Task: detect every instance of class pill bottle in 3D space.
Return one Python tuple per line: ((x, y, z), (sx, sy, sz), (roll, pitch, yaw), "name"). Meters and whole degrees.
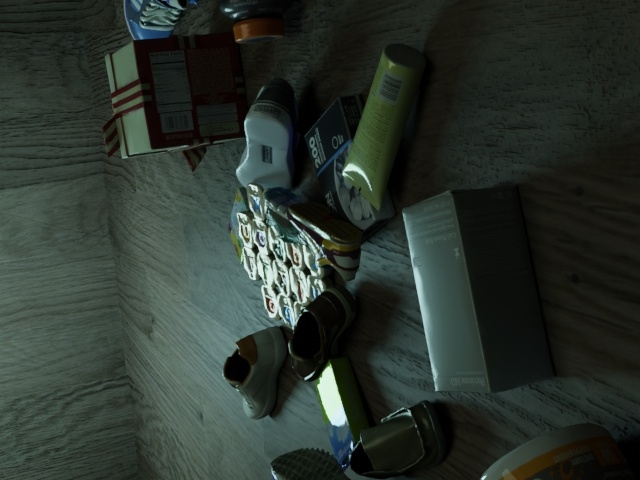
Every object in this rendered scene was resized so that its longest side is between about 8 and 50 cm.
((-0.117, -0.463, 1.613), (0.130, 0.131, 0.245), (-173, 76, -66), "pill bottle")
((0.284, 0.339, 0.952), (0.162, 0.162, 0.278), (110, 143, -49), "pill bottle")

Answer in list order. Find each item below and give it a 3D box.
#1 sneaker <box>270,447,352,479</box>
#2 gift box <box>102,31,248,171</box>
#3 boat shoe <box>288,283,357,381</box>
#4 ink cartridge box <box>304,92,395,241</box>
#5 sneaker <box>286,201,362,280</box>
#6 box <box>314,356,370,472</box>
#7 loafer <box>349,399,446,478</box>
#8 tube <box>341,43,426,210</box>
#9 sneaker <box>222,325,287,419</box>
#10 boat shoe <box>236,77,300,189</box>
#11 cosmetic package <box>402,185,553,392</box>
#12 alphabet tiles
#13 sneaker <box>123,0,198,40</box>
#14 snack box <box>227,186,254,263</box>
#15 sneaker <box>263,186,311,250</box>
((0.023, 0.438, 1.475), (0.293, 0.102, 0.146), (23, 121, 46), "sneaker")
((-0.312, -0.280, 1.984), (0.258, 0.255, 0.276), (5, 99, 64), "gift box")
((-0.021, 0.173, 1.649), (0.095, 0.095, 0.257), (44, 143, 22), "boat shoe")
((0.035, -0.096, 1.512), (0.208, 0.045, 0.206), (136, 120, -63), "ink cartridge box")
((0.000, 0.000, 1.491), (0.185, 0.070, 0.083), (39, 132, 55), "sneaker")
((0.041, 0.304, 1.638), (0.109, 0.043, 0.178), (115, 144, -53), "box")
((0.111, 0.315, 1.433), (0.251, 0.088, 0.094), (119, 136, -56), "loafer")
((0.085, -0.159, 1.330), (0.070, 0.062, 0.240), (-83, 8, -50), "tube")
((-0.158, 0.288, 2.010), (0.105, 0.123, 0.290), (60, 151, 36), "sneaker")
((-0.088, -0.181, 1.705), (0.301, 0.108, 0.102), (96, -169, -63), "boat shoe")
((0.187, 0.062, 1.145), (0.127, 0.107, 0.237), (-22, 75, 64), "cosmetic package")
((-0.068, 0.035, 1.750), (0.284, 0.021, 0.277), (20, 124, 51), "alphabet tiles")
((-0.356, -0.537, 2.137), (0.236, 0.130, 0.322), (-119, 35, -47), "sneaker")
((-0.154, -0.032, 1.982), (0.141, 0.037, 0.100), (112, 141, -51), "snack box")
((-0.035, -0.019, 1.607), (0.166, 0.065, 0.076), (44, 141, 29), "sneaker")
